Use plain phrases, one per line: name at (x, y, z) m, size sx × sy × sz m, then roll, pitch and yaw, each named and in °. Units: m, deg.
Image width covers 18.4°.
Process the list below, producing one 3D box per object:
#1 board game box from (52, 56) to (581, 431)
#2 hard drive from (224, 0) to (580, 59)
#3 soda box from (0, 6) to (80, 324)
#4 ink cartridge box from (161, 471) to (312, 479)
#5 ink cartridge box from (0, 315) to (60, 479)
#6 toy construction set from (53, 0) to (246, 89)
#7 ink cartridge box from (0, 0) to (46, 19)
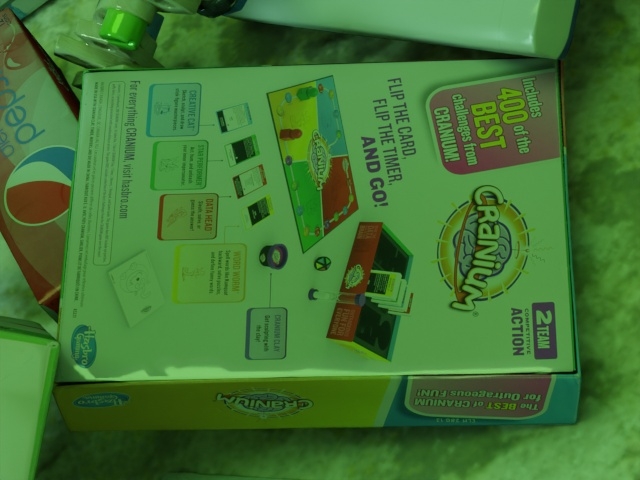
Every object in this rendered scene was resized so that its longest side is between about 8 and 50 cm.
board game box at (0.000, 0.000, 1.248) m, size 0.317 × 0.064 × 0.242 m, roll -1°, pitch 58°, yaw 4°
hard drive at (0.058, -0.242, 1.345) m, size 0.319 × 0.040 × 0.210 m, roll 14°, pitch 94°, yaw 47°
soda box at (-0.194, -0.046, 1.412) m, size 0.092 × 0.083 × 0.263 m, roll -36°, pitch 52°, yaw 1°
ink cartridge box at (-0.062, 0.226, 1.217) m, size 0.145 × 0.045 × 0.179 m, roll 0°, pitch 42°, yaw 26°
ink cartridge box at (-0.277, 0.094, 1.216) m, size 0.207 × 0.353 × 0.119 m, roll 10°, pitch 88°, yaw -9°
toy construction set at (-0.115, -0.245, 1.387) m, size 0.215 × 0.151 × 0.327 m, roll 11°, pitch 92°, yaw 47°
ink cartridge box at (-0.311, -0.269, 1.580) m, size 0.306 × 0.131 × 0.226 m, roll -37°, pitch 52°, yaw 1°
